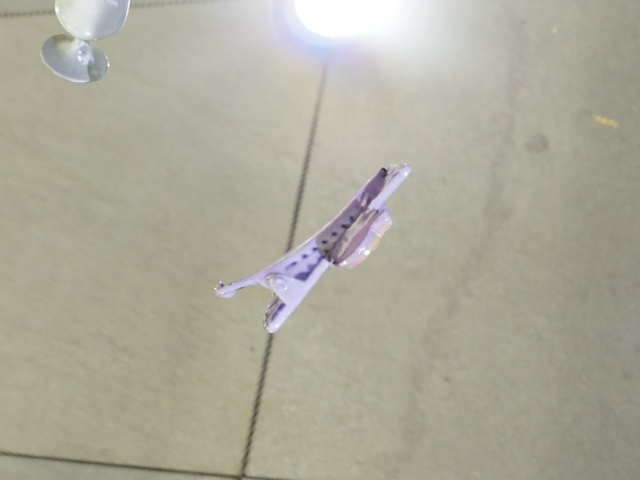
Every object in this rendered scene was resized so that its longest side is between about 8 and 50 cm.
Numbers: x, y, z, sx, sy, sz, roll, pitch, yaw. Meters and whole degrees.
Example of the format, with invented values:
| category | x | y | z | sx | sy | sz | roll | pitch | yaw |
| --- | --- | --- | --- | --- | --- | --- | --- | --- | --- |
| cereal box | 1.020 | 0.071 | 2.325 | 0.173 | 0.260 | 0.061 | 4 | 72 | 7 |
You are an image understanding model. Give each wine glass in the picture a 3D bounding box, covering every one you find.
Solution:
| category | x | y | z | sx | sy | sz | roll | pitch | yaw |
| --- | --- | --- | --- | --- | --- | --- | --- | --- | --- |
| wine glass | -0.315 | -0.337 | 1.728 | 0.231 | 0.103 | 0.103 | -59 | 45 | 41 |

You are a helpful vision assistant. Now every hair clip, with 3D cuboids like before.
| category | x | y | z | sx | sy | sz | roll | pitch | yaw |
| --- | --- | --- | --- | --- | --- | --- | --- | --- | --- |
| hair clip | 0.006 | 0.014 | 1.504 | 0.278 | 0.137 | 0.090 | -35 | 94 | -6 |
